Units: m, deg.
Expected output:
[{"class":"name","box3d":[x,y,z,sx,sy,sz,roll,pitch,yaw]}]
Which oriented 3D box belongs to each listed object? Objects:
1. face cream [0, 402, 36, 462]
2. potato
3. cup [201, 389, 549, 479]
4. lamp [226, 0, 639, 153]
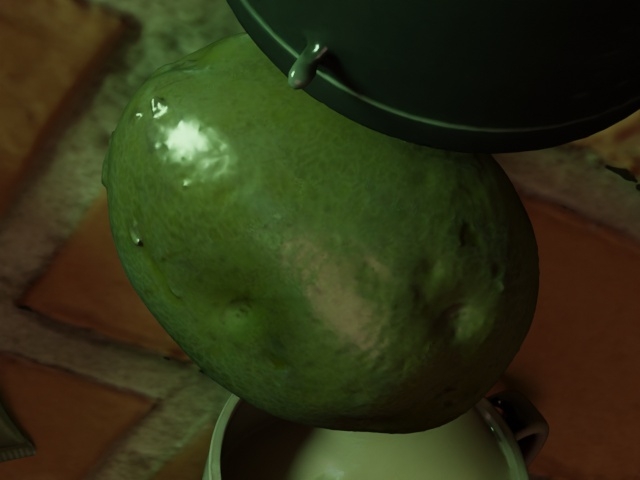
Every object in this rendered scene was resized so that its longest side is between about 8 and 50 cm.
[{"class":"face cream","box3d":[-0.258,0.057,0.760,0.137,0.084,0.341,-13,146,-8]},{"class":"potato","box3d":[0.000,0.000,0.672,0.178,0.160,0.235,-43,116,3]},{"class":"cup","box3d":[0.035,0.185,0.875,0.253,0.191,0.200,-25,151,-31]},{"class":"lamp","box3d":[0.056,-0.147,0.422,0.374,0.205,0.272,-30,165,-35]}]
